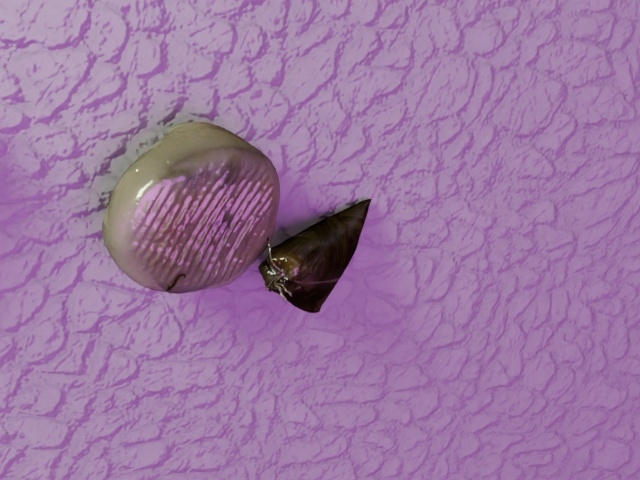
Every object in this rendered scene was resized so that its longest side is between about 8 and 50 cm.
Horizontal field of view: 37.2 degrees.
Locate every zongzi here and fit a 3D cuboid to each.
[{"bbox_3d":[0.000,0.000,1.244,0.184,0.084,0.187,-54,166,-2],"label":"zongzi"}]

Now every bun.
[{"bbox_3d":[-0.157,-0.043,1.155,0.237,0.116,0.210,5,114,-47],"label":"bun"}]
